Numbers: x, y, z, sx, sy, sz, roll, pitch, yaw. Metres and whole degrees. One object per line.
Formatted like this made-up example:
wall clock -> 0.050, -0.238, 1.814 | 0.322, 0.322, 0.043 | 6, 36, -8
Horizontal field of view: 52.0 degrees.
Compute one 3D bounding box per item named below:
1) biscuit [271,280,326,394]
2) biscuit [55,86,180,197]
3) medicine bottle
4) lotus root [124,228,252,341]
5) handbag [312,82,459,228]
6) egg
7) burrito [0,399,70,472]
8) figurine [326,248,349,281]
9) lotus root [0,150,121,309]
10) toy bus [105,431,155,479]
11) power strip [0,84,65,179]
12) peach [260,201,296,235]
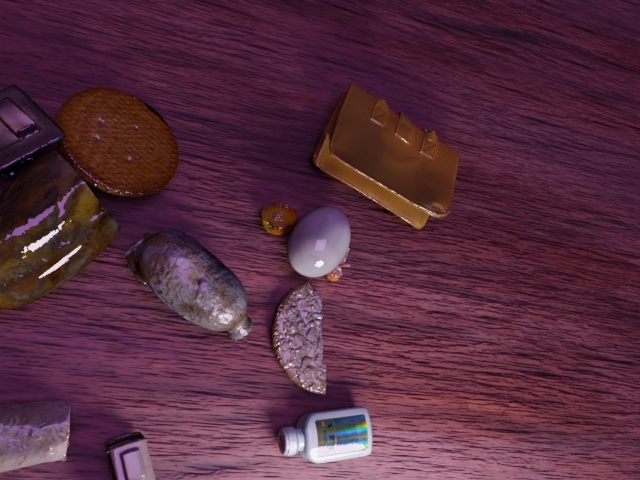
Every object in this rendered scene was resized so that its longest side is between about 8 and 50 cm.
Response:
biscuit -> -0.058, 0.246, 1.669 | 0.141, 0.038, 0.290 | 3, 75, -21
biscuit -> -0.478, -0.231, 1.557 | 0.305, 0.038, 0.305 | 22, 51, -31
medicine bottle -> 0.011, 0.482, 1.619 | 0.228, 0.083, 0.121 | -1, 81, -22
lotus root -> -0.289, 0.101, 1.537 | 0.349, 0.175, 0.175 | 40, 66, -13
handbag -> 0.197, -0.235, 1.842 | 0.401, 0.133, 0.283 | 29, 64, -14
egg -> 0.000, 0.000, 1.688 | 0.151, 0.151, 0.209 | 41, 59, -9
burrito -> -0.667, 0.409, 1.345 | 0.299, 0.105, 0.143 | -4, 83, -25
figurine -> 0.048, 0.061, 1.753 | 0.064, 0.047, 0.109 | 29, 60, -6
lotus root -> -0.620, -0.006, 1.389 | 0.346, 0.250, 0.250 | -43, 96, -23
toy bus -> -0.407, 0.516, 1.425 | 0.091, 0.103, 0.182 | -12, 82, -25
power strip -> -0.721, -0.216, 1.449 | 0.251, 0.092, 0.257 | -40, 57, -19
peach -> -0.110, -0.052, 1.704 | 0.098, 0.061, 0.098 | 9, 45, -9
